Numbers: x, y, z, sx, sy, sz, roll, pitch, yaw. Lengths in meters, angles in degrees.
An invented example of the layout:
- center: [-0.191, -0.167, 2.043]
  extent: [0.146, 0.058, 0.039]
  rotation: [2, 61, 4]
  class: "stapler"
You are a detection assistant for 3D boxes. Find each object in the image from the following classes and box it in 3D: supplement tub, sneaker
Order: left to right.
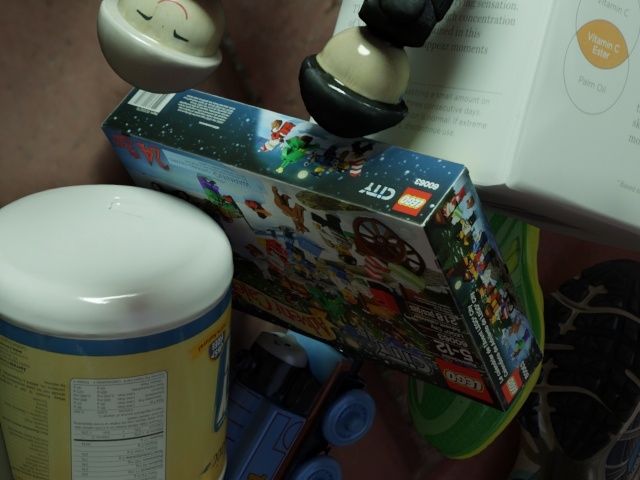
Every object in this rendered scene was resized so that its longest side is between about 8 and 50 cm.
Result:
- center: [-0.123, 0.084, 0.951]
  extent: [0.144, 0.144, 0.200]
  rotation: [-18, 125, -34]
  class: "supplement tub"
- center: [0.091, 0.002, 1.131]
  extent: [0.123, 0.109, 0.296]
  rotation: [-2, 106, -39]
  class: "sneaker"
- center: [0.211, 0.135, 1.333]
  extent: [0.122, 0.110, 0.283]
  rotation: [-24, 133, -53]
  class: "sneaker"

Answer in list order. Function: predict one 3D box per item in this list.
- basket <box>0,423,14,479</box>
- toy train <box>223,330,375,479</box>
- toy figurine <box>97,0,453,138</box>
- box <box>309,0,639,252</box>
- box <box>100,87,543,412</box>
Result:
- center: [-0.244, 0.082, 0.838]
  extent: [0.204, 0.154, 0.227]
  rotation: [1, 112, -6]
  class: "basket"
- center: [-0.040, 0.139, 1.110]
  extent: [0.105, 0.080, 0.184]
  rotation: [25, 97, -41]
  class: "toy train"
- center: [-0.042, -0.160, 0.833]
  extent: [0.213, 0.209, 0.148]
  rotation: [5, 122, -47]
  class: "toy figurine"
- center: [0.160, -0.180, 0.959]
  extent: [0.215, 0.168, 0.345]
  rotation: [17, 88, -40]
  class: "box"
- center: [0.000, 0.000, 0.944]
  extent: [0.044, 0.233, 0.159]
  rotation: [-51, 138, -24]
  class: "box"
